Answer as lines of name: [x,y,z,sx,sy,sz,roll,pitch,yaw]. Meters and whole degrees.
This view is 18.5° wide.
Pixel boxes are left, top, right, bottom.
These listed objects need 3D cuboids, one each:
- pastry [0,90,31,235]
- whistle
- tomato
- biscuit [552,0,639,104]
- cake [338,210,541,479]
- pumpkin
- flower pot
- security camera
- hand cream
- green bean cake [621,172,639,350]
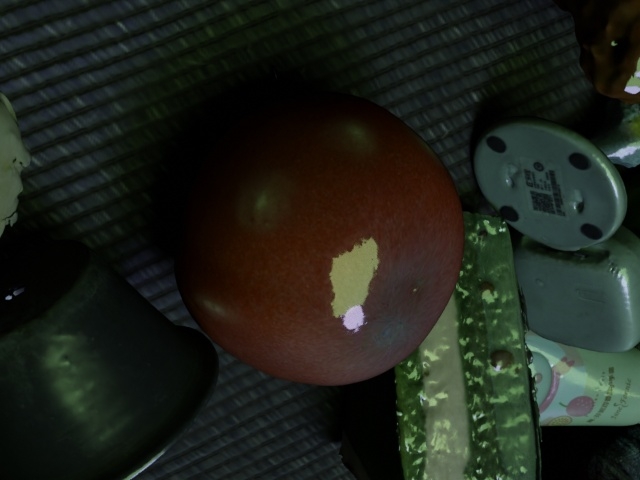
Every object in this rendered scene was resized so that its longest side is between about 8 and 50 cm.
pastry: [-0.341,-0.043,1.443,0.265,0.133,0.265,-24,137,-24]
whistle: [0.317,-0.126,1.920,0.223,0.123,0.123,-27,138,9]
tomato: [0.000,0.000,1.677,0.256,0.224,0.256,-27,132,-35]
biscuit: [0.394,-0.303,1.761,0.395,0.166,0.343,-4,117,-37]
cake: [0.105,0.113,1.943,0.158,0.172,0.283,-6,92,-21]
pumpkin: [0.310,0.310,2.193,0.233,0.163,0.233,-32,146,-25]
flower pot: [-0.216,0.095,1.608,0.235,0.235,0.148,-34,117,-12]
security camera: [0.242,-0.015,1.910,0.080,0.157,0.301,-53,141,-33]
hand cream: [0.253,0.143,2.090,0.306,0.093,0.147,6,116,-29]
green bean cake: [0.380,0.041,2.002,0.113,0.214,0.200,-32,131,-18]
